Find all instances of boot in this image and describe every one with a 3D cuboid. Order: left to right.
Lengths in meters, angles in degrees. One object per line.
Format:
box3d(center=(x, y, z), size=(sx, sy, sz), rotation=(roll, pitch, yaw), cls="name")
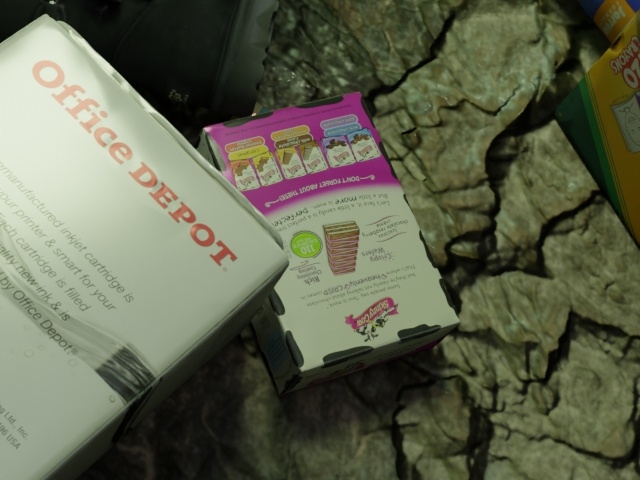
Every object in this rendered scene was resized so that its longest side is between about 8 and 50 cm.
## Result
box3d(center=(-0.237, -0.329, 1.402), size=(0.445, 0.146, 0.367), rotation=(14, 79, -8), cls="boot")

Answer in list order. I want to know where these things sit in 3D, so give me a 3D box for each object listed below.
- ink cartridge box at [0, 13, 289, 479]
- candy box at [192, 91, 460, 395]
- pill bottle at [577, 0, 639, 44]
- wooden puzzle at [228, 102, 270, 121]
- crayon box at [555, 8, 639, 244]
box3d(center=(-0.264, 0.057, 1.228), size=(0.285, 0.166, 0.395), rotation=(46, 61, 6), cls="ink cartridge box")
box3d(center=(0.000, 0.000, 1.394), size=(0.159, 0.071, 0.233), rotation=(-15, 72, -24), cls="candy box")
box3d(center=(0.325, -0.271, 1.587), size=(0.152, 0.152, 0.272), rotation=(-29, 76, -27), cls="pill bottle")
box3d(center=(-0.059, -0.101, 1.464), size=(0.083, 0.006, 0.049), rotation=(30, 60, -2), cls="wooden puzzle")
box3d(center=(0.338, -0.128, 1.448), size=(0.081, 0.278, 0.165), rotation=(-23, 73, -27), cls="crayon box")
